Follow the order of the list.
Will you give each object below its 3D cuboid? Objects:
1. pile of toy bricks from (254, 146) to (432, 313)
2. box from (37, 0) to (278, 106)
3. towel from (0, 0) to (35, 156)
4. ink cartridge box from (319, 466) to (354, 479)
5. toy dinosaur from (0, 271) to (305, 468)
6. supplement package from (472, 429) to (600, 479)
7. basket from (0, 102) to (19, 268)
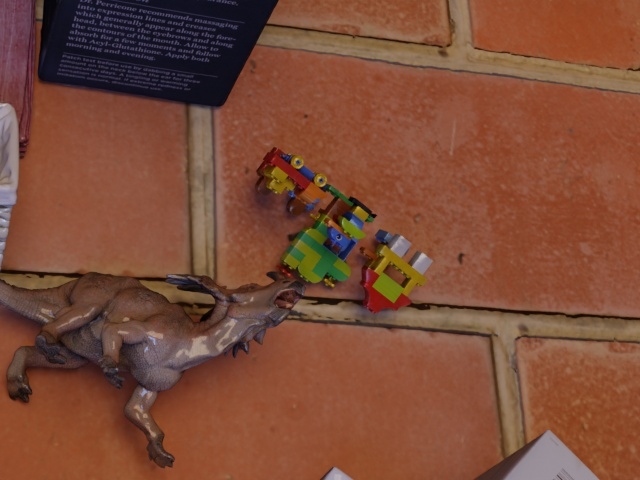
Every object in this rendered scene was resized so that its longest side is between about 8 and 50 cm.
[{"bbox_3d":[0.000,0.000,1.436,0.212,0.118,0.105,38,86,-18],"label":"pile of toy bricks"},{"bbox_3d":[-0.145,-0.364,1.374,0.212,0.395,0.293,7,63,-18],"label":"box"},{"bbox_3d":[-0.456,-0.210,1.392,0.329,0.037,0.237,5,63,-18],"label":"towel"},{"bbox_3d":[0.027,0.412,1.214,0.272,0.130,0.309,36,59,-1],"label":"ink cartridge box"},{"bbox_3d":[-0.181,0.077,1.313,0.296,0.127,0.200,21,48,9],"label":"toy dinosaur"},{"bbox_3d":[0.187,0.276,1.311,0.105,0.179,0.105,45,59,5],"label":"supplement package"},{"bbox_3d":[-0.345,-0.053,1.281,0.113,0.103,0.167,6,31,-17],"label":"basket"}]
